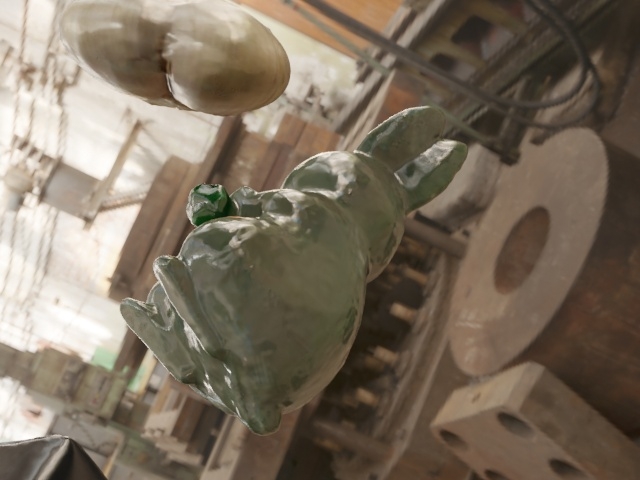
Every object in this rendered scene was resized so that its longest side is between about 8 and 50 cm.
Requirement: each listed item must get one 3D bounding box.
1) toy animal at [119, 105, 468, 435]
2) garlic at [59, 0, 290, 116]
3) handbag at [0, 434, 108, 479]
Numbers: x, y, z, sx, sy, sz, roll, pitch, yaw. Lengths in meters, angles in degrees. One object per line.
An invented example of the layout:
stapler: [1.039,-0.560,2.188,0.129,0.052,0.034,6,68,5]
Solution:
toy animal: [0.000,0.003,0.577,0.125,0.127,0.251,7,34,45]
garlic: [-0.104,-0.146,0.681,0.124,0.174,0.099,-19,-61,-70]
handbag: [-0.177,0.314,0.559,0.178,0.275,0.302,-18,28,19]
